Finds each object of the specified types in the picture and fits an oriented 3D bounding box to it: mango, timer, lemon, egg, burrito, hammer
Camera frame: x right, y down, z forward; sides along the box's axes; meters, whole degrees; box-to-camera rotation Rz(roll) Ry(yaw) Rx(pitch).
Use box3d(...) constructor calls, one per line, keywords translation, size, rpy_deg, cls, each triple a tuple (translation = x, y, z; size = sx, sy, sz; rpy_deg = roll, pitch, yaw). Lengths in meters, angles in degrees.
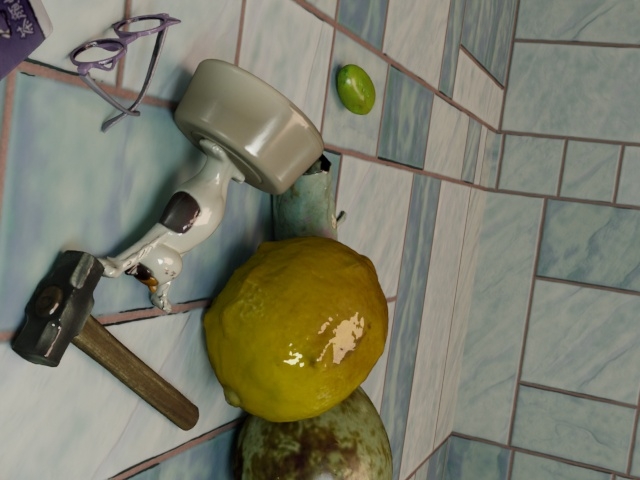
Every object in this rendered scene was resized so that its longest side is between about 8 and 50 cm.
box3d(translation=(0.060, -0.263, 1.359), size=(0.108, 0.056, 0.073), rpy_deg=(43, 54, -61), cls="mango")
box3d(translation=(-0.137, -0.049, 0.895), size=(0.266, 0.175, 0.175), rpy_deg=(-56, 153, -9), cls="timer")
box3d(translation=(-0.028, 0.117, 1.069), size=(0.288, 0.234, 0.233), rpy_deg=(-45, 143, -23), cls="lemon")
box3d(translation=(-0.013, 0.322, 1.184), size=(0.238, 0.238, 0.289), rpy_deg=(68, 13, -52), cls="egg")
box3d(translation=(-0.025, -0.034, 1.181), size=(0.144, 0.089, 0.228), rpy_deg=(-126, -154, -55), cls="burrito")
box3d(translation=(-0.214, 0.143, 0.887), size=(0.365, 0.044, 0.111), rpy_deg=(66, 38, -57), cls="hammer")

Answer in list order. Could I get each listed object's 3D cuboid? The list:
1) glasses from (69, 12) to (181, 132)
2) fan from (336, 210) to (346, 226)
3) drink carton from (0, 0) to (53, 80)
box3d(translation=(-0.189, -0.158, 0.791), size=(0.140, 0.063, 0.103), rpy_deg=(-53, 146, -47), cls="glasses")
box3d(translation=(0.000, 0.000, 1.379), size=(0.227, 0.008, 0.152), rpy_deg=(-43, 136, -55), cls="fan")
box3d(translation=(-0.280, -0.127, 0.462), size=(0.134, 0.102, 0.222), rpy_deg=(78, 29, -42), cls="drink carton")
